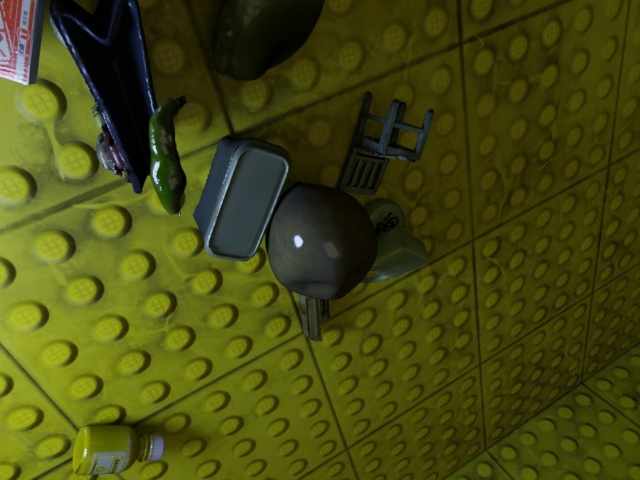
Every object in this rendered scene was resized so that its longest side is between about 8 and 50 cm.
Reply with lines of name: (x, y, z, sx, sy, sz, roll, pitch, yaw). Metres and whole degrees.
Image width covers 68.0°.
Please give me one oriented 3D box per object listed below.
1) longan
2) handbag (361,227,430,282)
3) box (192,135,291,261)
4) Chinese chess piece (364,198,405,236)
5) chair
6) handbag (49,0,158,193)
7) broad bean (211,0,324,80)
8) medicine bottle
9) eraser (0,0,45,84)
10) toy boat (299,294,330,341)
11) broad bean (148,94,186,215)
longan: (0.000, 0.000, 1.149, 0.288, 0.288, 0.350, -37, 166, -7)
handbag: (0.188, 0.060, 1.398, 0.219, 0.079, 0.256, -31, 153, 21)
box: (-0.191, -0.111, 1.069, 0.138, 0.178, 0.274, 14, 108, -35)
Chinese chess piece: (0.177, -0.051, 1.386, 0.144, 0.058, 0.144, -14, 121, -24)
chair: (0.165, -0.229, 1.229, 0.136, 0.147, 0.270, 5, 111, -32)
handbag: (-0.356, -0.263, 0.815, 0.122, 0.303, 0.329, -18, 124, -20)
broad bean: (-0.101, -0.442, 0.942, 0.291, 0.119, 0.238, -47, 167, 15)
medicine bottle: (-0.536, 0.560, 1.276, 0.213, 0.122, 0.121, 15, 107, -34)
eraser: (-0.567, -0.361, 0.752, 0.230, 0.038, 0.157, 16, 111, -10)
toy boat: (-0.013, 0.207, 1.415, 0.088, 0.068, 0.226, -21, 124, -25)
broad bean: (-0.238, -0.127, 0.739, 0.061, 0.046, 0.195, -14, 121, -48)
